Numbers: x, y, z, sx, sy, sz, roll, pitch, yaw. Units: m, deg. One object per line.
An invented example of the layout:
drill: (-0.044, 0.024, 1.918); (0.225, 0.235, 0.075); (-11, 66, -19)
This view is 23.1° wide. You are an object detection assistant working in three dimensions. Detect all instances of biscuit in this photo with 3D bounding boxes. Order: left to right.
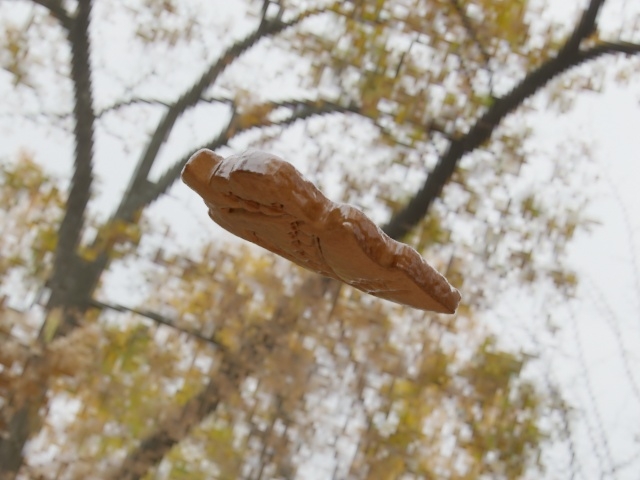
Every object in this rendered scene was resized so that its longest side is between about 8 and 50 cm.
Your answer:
biscuit: (0.000, 0.000, 1.552); (0.306, 0.043, 0.284); (28, -13, -2)
